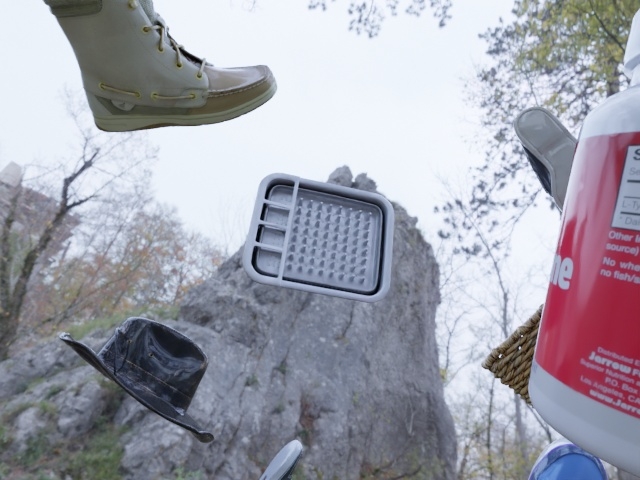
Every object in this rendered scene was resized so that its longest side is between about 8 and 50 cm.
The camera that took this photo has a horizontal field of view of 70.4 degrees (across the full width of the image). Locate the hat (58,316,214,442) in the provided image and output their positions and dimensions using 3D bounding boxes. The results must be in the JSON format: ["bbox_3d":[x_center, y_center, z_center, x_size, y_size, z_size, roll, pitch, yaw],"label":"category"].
[{"bbox_3d":[-0.300,0.229,0.840,0.331,0.134,0.331,28,-28,16],"label":"hat"}]

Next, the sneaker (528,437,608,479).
[{"bbox_3d":[0.364,0.476,0.658,0.130,0.322,0.236,18,-3,18],"label":"sneaker"}]

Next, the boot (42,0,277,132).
[{"bbox_3d":[-0.160,-0.207,0.474,0.213,0.077,0.165,-8,-49,0],"label":"boot"}]

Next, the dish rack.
[{"bbox_3d":[0.000,0.000,1.064,0.333,0.285,0.072,11,-27,-6],"label":"dish rack"}]

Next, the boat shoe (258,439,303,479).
[{"bbox_3d":[-0.071,0.394,0.742,0.040,0.142,0.049,41,-9,-9],"label":"boat shoe"}]

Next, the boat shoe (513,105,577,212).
[{"bbox_3d":[0.342,-0.094,0.629,0.075,0.206,0.065,-32,-23,19],"label":"boat shoe"}]

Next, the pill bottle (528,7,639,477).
[{"bbox_3d":[0.350,-0.005,0.422,0.229,0.407,0.229,8,6,-1],"label":"pill bottle"}]

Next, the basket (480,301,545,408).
[{"bbox_3d":[0.550,0.223,1.022,0.223,0.213,0.299,39,-64,13],"label":"basket"}]
